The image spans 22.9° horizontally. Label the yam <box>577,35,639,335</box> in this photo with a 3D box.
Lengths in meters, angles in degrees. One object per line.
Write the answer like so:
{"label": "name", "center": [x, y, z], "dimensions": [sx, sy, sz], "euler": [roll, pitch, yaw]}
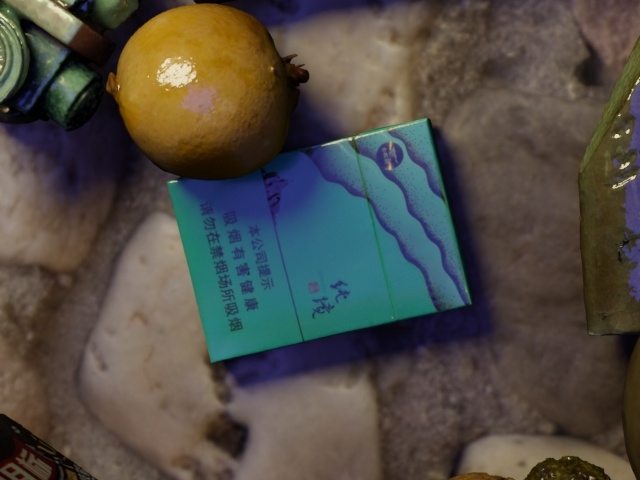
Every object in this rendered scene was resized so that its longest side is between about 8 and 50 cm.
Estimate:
{"label": "yam", "center": [0.256, -0.047, 1.257], "dimensions": [0.106, 0.106, 0.259], "euler": [-2, 95, 7]}

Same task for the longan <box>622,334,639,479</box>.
{"label": "longan", "center": [0.332, 0.112, 1.149], "dimensions": [0.215, 0.246, 0.246], "euler": [37, 99, -27]}

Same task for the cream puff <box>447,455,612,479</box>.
{"label": "cream puff", "center": [0.180, 0.250, 1.276], "dimensions": [0.169, 0.183, 0.183], "euler": [-32, 90, -15]}

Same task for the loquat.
{"label": "loquat", "center": [-0.090, -0.118, 1.270], "dimensions": [0.163, 0.163, 0.137], "euler": [2, 113, 7]}

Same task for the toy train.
{"label": "toy train", "center": [-0.278, -0.232, 1.292], "dimensions": [0.304, 0.150, 0.221], "euler": [36, 91, 5]}

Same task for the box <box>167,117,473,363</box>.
{"label": "box", "center": [0.000, 0.000, 1.322], "dimensions": [0.226, 0.042, 0.160], "euler": [-13, 94, 8]}

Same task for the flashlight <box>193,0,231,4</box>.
{"label": "flashlight", "center": [0.083, -0.266, 1.266], "dimensions": [0.424, 0.103, 0.103], "euler": [-8, 93, 8]}

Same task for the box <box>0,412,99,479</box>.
{"label": "box", "center": [-0.191, 0.276, 1.289], "dimensions": [0.310, 0.198, 0.084], "euler": [34, 100, 2]}
